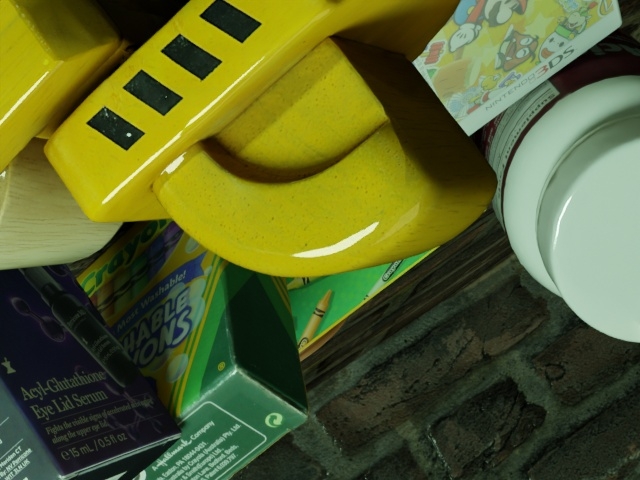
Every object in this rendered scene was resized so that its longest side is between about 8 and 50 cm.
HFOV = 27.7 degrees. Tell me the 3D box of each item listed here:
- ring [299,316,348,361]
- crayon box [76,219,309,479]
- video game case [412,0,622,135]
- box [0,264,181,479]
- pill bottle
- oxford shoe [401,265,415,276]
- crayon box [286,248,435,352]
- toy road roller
[{"bbox_3d":[-0.127,0.108,1.339,0.337,0.032,0.336,-21,-166,6],"label":"ring"},{"bbox_3d":[-0.126,0.072,1.082,0.203,0.083,0.323,-41,-148,20],"label":"crayon box"},{"bbox_3d":[0.154,-0.193,1.099,0.206,0.026,0.227,-36,147,0],"label":"video game case"},{"bbox_3d":[-0.221,0.094,0.890,0.108,0.207,0.153,-41,168,20],"label":"box"},{"bbox_3d":[0.271,-0.071,1.244,0.224,0.224,0.392,-38,-161,11],"label":"pill bottle"},{"bbox_3d":[0.105,-0.003,1.791,0.096,0.083,0.227,-46,167,25],"label":"oxford shoe"},{"bbox_3d":[0.000,0.000,1.243,0.278,0.081,0.165,-36,-153,-18],"label":"crayon box"},{"bbox_3d":[-0.064,-0.056,0.654,0.329,0.240,0.202,-40,168,19],"label":"toy road roller"}]
